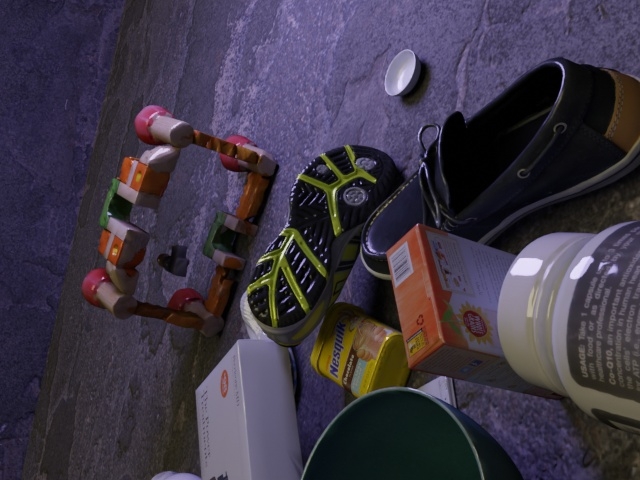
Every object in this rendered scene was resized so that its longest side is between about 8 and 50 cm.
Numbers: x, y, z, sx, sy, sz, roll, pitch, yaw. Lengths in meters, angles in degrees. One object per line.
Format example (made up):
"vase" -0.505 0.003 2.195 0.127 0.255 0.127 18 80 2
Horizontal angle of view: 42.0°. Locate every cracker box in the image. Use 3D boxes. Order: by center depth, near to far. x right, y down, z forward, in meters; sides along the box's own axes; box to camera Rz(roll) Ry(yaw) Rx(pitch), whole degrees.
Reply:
"cracker box" 0.195 0.086 0.959 0.067 0.232 0.156 -46 39 40

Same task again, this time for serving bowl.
"serving bowl" 0.146 -0.285 1.434 0.083 0.027 0.083 -33 48 47

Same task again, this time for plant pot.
"plant pot" 0.135 0.332 0.955 0.290 0.195 0.290 -28 51 41

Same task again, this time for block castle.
"block castle" -0.313 -0.037 1.804 0.213 0.303 0.453 24 97 53

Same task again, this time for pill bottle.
"pill bottle" 0.342 0.086 0.745 0.361 0.204 0.204 7 81 59

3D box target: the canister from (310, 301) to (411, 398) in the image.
"canister" 0.065 0.177 1.290 0.170 0.073 0.126 23 94 58

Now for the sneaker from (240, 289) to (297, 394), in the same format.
"sneaker" -0.087 0.196 1.546 0.085 0.086 0.237 -26 61 17

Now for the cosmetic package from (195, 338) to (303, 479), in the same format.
"cosmetic package" -0.118 0.385 1.365 0.284 0.097 0.377 132 136 -54

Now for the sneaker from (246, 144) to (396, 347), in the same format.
"sneaker" 0.000 0.000 1.355 0.385 0.145 0.147 -55 -19 -27

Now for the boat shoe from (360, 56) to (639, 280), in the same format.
"boat shoe" 0.198 -0.087 1.109 0.500 0.156 0.187 -32 45 49

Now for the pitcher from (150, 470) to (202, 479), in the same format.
"pitcher" -0.280 0.549 1.641 0.207 0.125 0.178 151 116 -64

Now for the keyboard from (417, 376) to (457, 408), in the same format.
"keyboard" 0.168 0.307 1.116 0.072 0.014 0.256 -46 39 46
